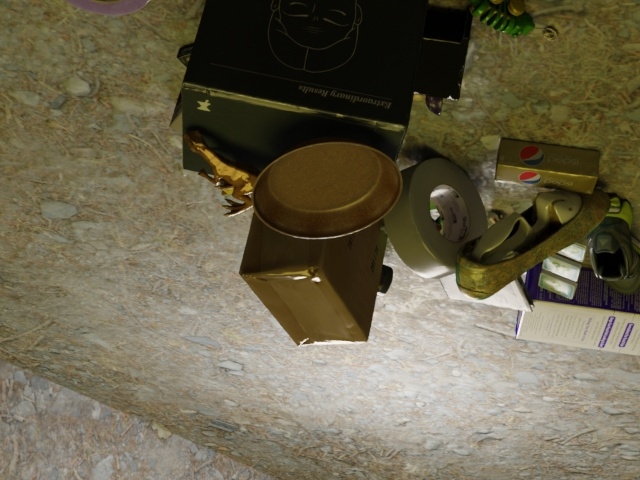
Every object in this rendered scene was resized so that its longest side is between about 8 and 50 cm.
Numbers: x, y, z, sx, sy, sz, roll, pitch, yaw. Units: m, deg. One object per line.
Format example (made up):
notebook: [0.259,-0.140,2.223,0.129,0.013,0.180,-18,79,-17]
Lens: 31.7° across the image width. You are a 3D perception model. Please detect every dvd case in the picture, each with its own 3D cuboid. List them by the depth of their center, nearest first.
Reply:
dvd case: [0.331,0.076,2.380,0.221,0.018,0.164,7,138,43]

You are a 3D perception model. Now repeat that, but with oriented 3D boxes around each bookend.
bookend: [0.159,-0.310,1.812,0.157,0.072,0.156,9,150,6]

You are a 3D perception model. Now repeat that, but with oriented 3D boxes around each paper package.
paper package: [0.000,0.000,2.155,0.168,0.325,0.309,-2,148,22]

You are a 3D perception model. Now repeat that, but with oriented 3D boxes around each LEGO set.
LEGO set: [0.407,0.033,2.293,0.244,0.060,0.182,24,149,18]

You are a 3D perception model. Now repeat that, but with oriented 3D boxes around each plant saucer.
plant saucer: [0.007,-0.074,1.468,0.198,0.036,0.199,-5,144,-3]

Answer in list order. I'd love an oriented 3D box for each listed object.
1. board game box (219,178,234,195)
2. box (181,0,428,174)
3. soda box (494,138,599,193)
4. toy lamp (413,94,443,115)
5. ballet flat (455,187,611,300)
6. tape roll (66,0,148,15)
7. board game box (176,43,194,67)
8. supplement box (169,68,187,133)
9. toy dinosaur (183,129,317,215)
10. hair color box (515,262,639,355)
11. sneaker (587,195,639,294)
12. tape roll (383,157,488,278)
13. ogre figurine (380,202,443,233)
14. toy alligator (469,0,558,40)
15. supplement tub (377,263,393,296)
board game box: [-0.096,-0.170,2.095,0.039,0.124,0.259,34,144,-32]
box: [-0.011,-0.284,1.587,0.293,0.396,0.212,12,151,0]
soda box: [0.410,-0.134,2.045,0.181,0.061,0.058,8,150,6]
toy lamp: [0.074,-0.264,1.918,0.274,0.080,0.080,9,151,6]
ballet flat: [0.387,-0.021,2.048,0.123,0.348,0.123,52,165,20]
tape roll: [-0.342,-0.442,1.749,0.189,0.080,0.189,8,150,5]
board game box: [-0.149,-0.292,2.000,0.126,0.026,0.186,-11,144,33]
supplement box: [-0.158,-0.288,1.790,0.073,0.239,0.130,24,148,-20]
toy dinosaur: [-0.093,-0.078,1.507,0.211,0.064,0.112,20,150,-17]
hair color box: [0.604,0.152,2.437,0.338,0.110,0.185,9,149,8]
sneaker: [0.577,0.038,2.229,0.111,0.121,0.300,-4,147,26]
tape roll: [0.218,-0.042,2.114,0.219,0.219,0.072,31,144,-31]
ogre figurine: [0.202,-0.032,2.234,0.197,0.097,0.118,27,110,-42]
toy alligator: [0.292,-0.338,1.737,0.189,0.051,0.056,24,149,-22]
supplement tub: [0.058,0.059,2.466,0.197,0.106,0.106,20,150,-16]
